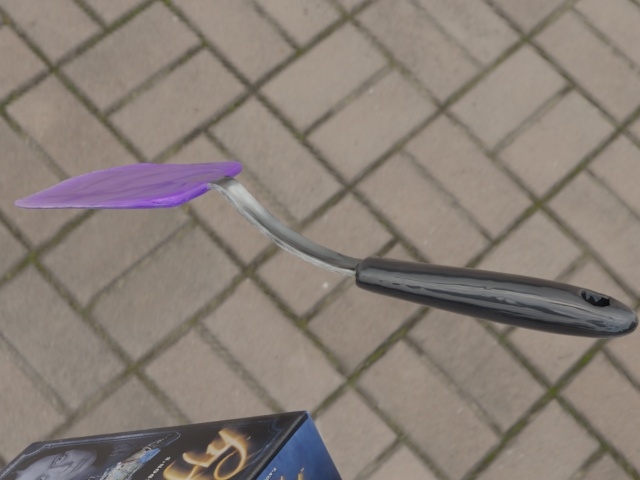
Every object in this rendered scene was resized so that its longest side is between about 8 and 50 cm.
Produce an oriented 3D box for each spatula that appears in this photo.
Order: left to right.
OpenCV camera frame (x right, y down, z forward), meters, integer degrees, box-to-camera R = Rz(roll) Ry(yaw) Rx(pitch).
[{"bbox_3d":[0.000,0.000,0.570,0.296,0.030,0.084,17,24,19],"label":"spatula"}]

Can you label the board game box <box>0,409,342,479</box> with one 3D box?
[{"bbox_3d":[-0.117,0.150,0.431,0.243,0.165,0.042,-45,116,-50],"label":"board game box"}]
